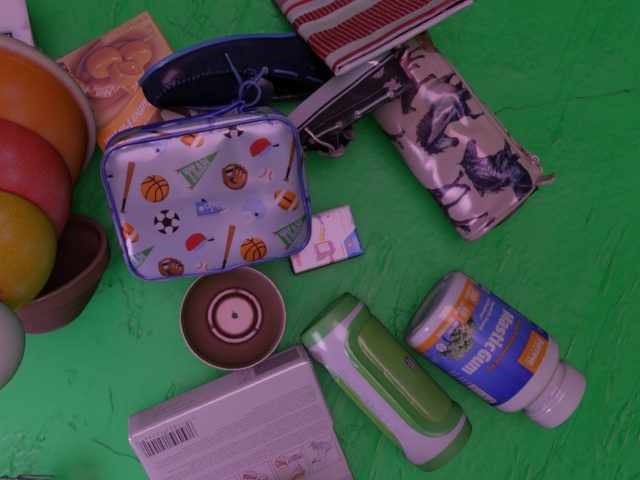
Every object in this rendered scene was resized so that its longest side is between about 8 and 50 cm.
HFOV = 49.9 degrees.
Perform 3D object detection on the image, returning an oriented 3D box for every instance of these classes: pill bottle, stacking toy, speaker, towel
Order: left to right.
[{"bbox_3d":[-0.460,-0.007,0.884,0.351,0.350,0.479,-13,54,-7],"label":"stacking toy"},{"bbox_3d":[0.067,-0.388,1.085,0.237,0.329,0.037,-29,131,1],"label":"towel"},{"bbox_3d":[0.105,0.226,1.110,0.131,0.131,0.296,-43,90,-8],"label":"speaker"},{"bbox_3d":[0.286,0.182,1.119,0.272,0.152,0.152,35,83,-1],"label":"pill bottle"}]

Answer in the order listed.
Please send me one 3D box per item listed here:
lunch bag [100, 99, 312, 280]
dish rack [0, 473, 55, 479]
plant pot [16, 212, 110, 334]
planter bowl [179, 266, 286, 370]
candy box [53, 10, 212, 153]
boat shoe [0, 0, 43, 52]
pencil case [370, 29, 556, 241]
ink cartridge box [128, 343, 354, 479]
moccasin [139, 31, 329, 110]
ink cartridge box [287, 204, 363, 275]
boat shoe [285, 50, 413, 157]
[{"bbox_3d":[-0.160,-0.078,1.022,0.304,0.115,0.243,-12,109,-8],"label":"lunch bag"},{"bbox_3d":[-0.532,0.450,1.059,0.272,0.074,0.208,4,86,-7],"label":"dish rack"},{"bbox_3d":[-0.435,0.065,1.058,0.238,0.237,0.109,-11,127,-6],"label":"plant pot"},{"bbox_3d":[-0.138,0.122,1.105,0.162,0.109,0.162,0,85,-5],"label":"planter bowl"},{"bbox_3d":[-0.275,-0.190,1.131,0.183,0.087,0.316,-32,88,-7],"label":"candy box"},{"bbox_3d":[-0.498,-0.276,1.115,0.108,0.102,0.301,-12,108,-14],"label":"boat shoe"},{"bbox_3d":[0.198,-0.208,1.139,0.184,0.160,0.410,-37,89,19],"label":"pencil case"},{"bbox_3d":[-0.119,0.340,1.110,0.296,0.066,0.261,-22,113,-7],"label":"ink cartridge box"},{"bbox_3d":[-0.108,-0.252,1.077,0.342,0.138,0.116,-22,88,-33],"label":"moccasin"},{"bbox_3d":[0.000,0.000,1.159,0.123,0.052,0.088,-17,87,-6],"label":"ink cartridge box"},{"bbox_3d":[0.012,-0.182,1.099,0.306,0.113,0.105,-36,96,23],"label":"boat shoe"}]
